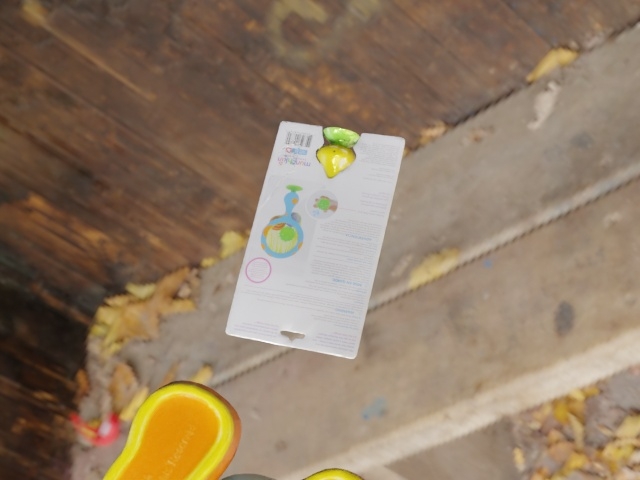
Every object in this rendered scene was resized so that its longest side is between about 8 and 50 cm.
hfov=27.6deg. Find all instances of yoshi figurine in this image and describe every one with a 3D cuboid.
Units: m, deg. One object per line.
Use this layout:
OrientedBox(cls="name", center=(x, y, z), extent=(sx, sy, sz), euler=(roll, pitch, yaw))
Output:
OrientedBox(cls="yoshi figurine", center=(-0.022, 0.199, 0.872), extent=(0.203, 0.362, 0.203), euler=(-9, 62, -2))

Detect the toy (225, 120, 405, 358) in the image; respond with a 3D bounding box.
OrientedBox(cls="toy", center=(0.000, 0.000, 1.343), extent=(0.137, 0.056, 0.237), euler=(10, 76, 14))
